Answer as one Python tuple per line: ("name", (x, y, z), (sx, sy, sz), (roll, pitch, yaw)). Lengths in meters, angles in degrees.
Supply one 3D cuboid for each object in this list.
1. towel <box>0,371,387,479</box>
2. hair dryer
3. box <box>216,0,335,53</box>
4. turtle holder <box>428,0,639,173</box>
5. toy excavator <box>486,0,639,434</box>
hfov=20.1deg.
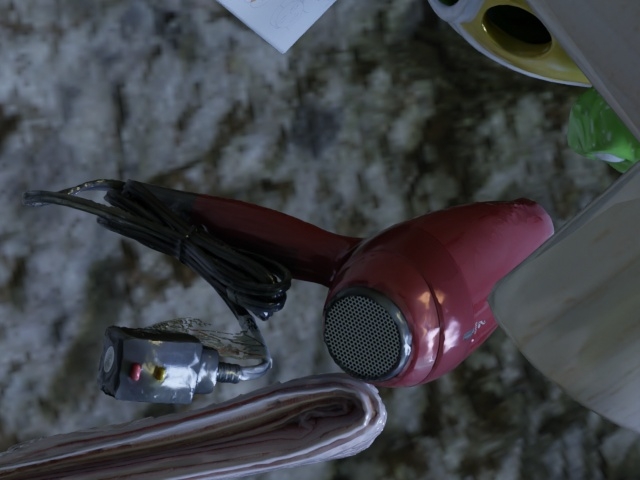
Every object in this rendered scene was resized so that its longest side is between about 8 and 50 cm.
("towel", (-0.118, 0.136, 1.140), (0.317, 0.332, 0.053), (-10, -96, -1))
("hair dryer", (0.000, 0.000, 0.972), (0.223, 0.293, 0.080), (-119, -144, -53))
("box", (-0.035, -0.230, 1.328), (0.130, 0.170, 0.091), (-44, -107, 5))
("turtle holder", (0.195, -0.209, 1.362), (0.243, 0.227, 0.320), (180, -98, -69))
("toy excavator", (-0.061, -0.171, 0.415), (0.222, 0.445, 0.433), (-46, -130, 43))
